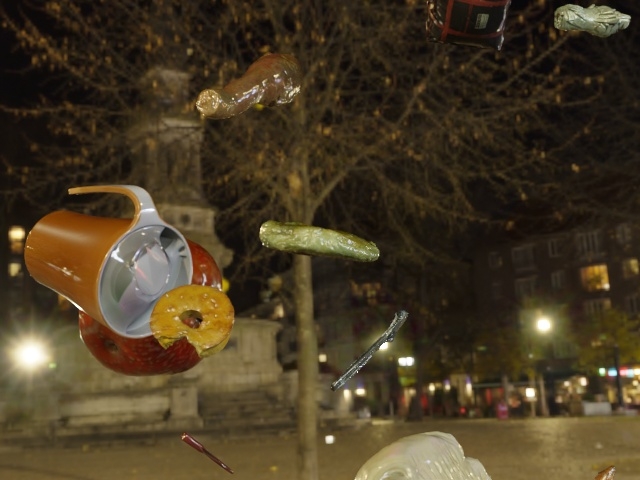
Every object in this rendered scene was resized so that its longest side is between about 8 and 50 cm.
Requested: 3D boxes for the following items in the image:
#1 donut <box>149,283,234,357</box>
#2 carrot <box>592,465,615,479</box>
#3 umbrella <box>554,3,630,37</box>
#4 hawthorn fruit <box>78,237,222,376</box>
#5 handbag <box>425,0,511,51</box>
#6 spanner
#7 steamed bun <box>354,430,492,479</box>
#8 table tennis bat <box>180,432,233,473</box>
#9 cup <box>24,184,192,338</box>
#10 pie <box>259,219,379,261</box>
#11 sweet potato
[{"bbox_3d":[-0.160,0.104,1.059,0.108,0.097,0.043,17,-38,12],"label":"donut"},{"bbox_3d":[0.371,0.447,1.260,0.061,0.256,0.061,31,-6,4],"label":"carrot"},{"bbox_3d":[0.504,-0.411,1.535,0.143,0.062,0.067,2,-6,-7],"label":"umbrella"},{"bbox_3d":[-0.334,0.138,1.607,0.300,0.275,0.275,-21,-16,18],"label":"hawthorn fruit"},{"bbox_3d":[0.299,-0.493,1.663,0.169,0.155,0.215,10,-38,6],"label":"handbag"},{"bbox_3d":[0.125,0.270,2.035,0.325,0.026,0.093,-38,-27,-41],"label":"spanner"},{"bbox_3d":[0.169,0.511,1.386,0.247,0.339,0.352,-35,-17,22],"label":"steamed bun"},{"bbox_3d":[-0.258,0.489,1.892,0.155,0.019,0.098,44,-15,-22],"label":"table tennis bat"},{"bbox_3d":[-0.338,0.017,1.299,0.264,0.226,0.182,15,16,37],"label":"cup"},{"bbox_3d":[0.000,0.000,1.884,0.277,0.078,0.277,6,-1,0],"label":"pie"},{"bbox_3d":[-0.112,-0.301,1.608,0.109,0.109,0.385,-7,19,22],"label":"sweet potato"}]
